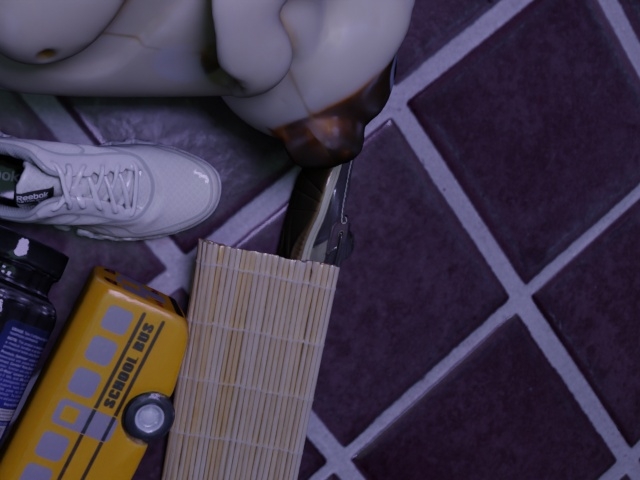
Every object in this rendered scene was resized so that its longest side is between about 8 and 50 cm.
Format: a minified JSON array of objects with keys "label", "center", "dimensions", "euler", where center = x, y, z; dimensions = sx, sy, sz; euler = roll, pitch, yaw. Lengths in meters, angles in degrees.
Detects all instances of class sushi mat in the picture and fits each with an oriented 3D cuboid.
[{"label":"sushi mat","center":[-0.081,0.161,0.830],"dimensions":[0.151,0.019,0.317],"euler":[9,105,-7]}]

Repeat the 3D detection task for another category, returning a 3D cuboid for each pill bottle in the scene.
[{"label":"pill bottle","center":[-0.325,0.097,0.720],"dimensions":[0.122,0.122,0.219],"euler":[26,76,-20]}]

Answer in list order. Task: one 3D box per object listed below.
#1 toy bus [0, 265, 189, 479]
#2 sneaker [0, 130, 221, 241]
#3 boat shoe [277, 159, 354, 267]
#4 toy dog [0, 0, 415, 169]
[{"label":"toy bus","center":[-0.243,0.205,0.778],"dimensions":[0.130,0.108,0.333],"euler":[27,89,-19]},{"label":"sneaker","center":[-0.236,-0.051,0.741],"dimensions":[0.291,0.118,0.110],"euler":[2,95,-20]},{"label":"boat shoe","center":[0.000,0.001,0.849],"dimensions":[0.073,0.080,0.224],"euler":[13,99,-25]},{"label":"toy dog","center":[-0.101,-0.202,0.661],"dimensions":[0.407,0.285,0.395],"euler":[12,136,-33]}]
